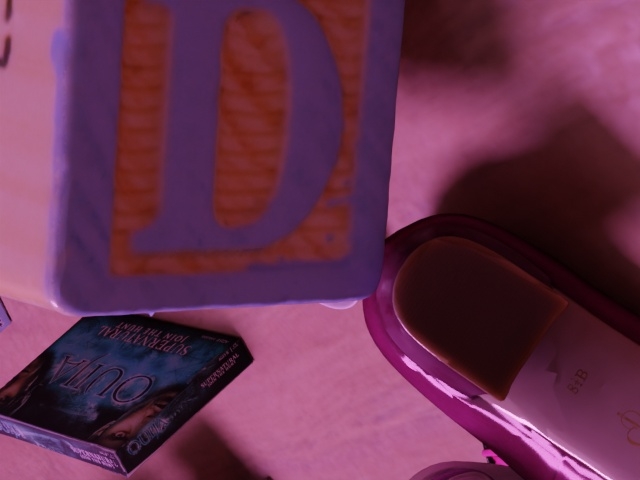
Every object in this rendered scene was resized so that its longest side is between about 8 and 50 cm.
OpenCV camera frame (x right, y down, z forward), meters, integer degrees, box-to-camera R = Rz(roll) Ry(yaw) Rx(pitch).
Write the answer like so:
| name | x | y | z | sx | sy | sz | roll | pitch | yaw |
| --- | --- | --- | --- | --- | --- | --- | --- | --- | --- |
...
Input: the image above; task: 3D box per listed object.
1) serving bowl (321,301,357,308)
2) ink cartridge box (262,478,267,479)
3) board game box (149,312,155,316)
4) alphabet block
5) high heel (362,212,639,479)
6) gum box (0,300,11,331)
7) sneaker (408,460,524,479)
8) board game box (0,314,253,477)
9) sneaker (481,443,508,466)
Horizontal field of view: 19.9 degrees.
| name | x | y | z | sx | sy | sz | roll | pitch | yaw |
| --- | --- | --- | --- | --- | --- | --- | --- | --- | --- |
| serving bowl | 0.000 | 0.000 | 1.072 | 0.083 | 0.027 | 0.083 | 33 | 148 | 24 |
| ink cartridge box | -0.088 | 0.314 | 1.480 | 0.272 | 0.130 | 0.309 | 48 | 152 | 1 |
| board game box | -0.147 | -0.027 | 1.241 | 0.154 | 0.026 | 0.103 | 47 | 152 | 1 |
| alphabet block | -0.096 | -0.072 | 0.874 | 0.197 | 0.193 | 0.192 | 12 | 99 | 48 |
| high heel | 0.183 | 0.116 | 0.931 | 0.377 | 0.127 | 0.181 | 43 | -179 | -1 |
| gum box | -0.381 | 0.090 | 1.544 | 0.157 | 0.184 | 0.041 | 21 | 143 | 40 |
| sneaker | 0.137 | 0.239 | 0.983 | 0.305 | 0.114 | 0.152 | 40 | 114 | -21 |
| board game box | -0.150 | 0.104 | 1.307 | 0.186 | 0.126 | 0.026 | 7 | 132 | 50 |
| sneaker | 0.121 | 0.148 | 1.041 | 0.063 | 0.075 | 0.170 | -8 | 120 | 57 |
